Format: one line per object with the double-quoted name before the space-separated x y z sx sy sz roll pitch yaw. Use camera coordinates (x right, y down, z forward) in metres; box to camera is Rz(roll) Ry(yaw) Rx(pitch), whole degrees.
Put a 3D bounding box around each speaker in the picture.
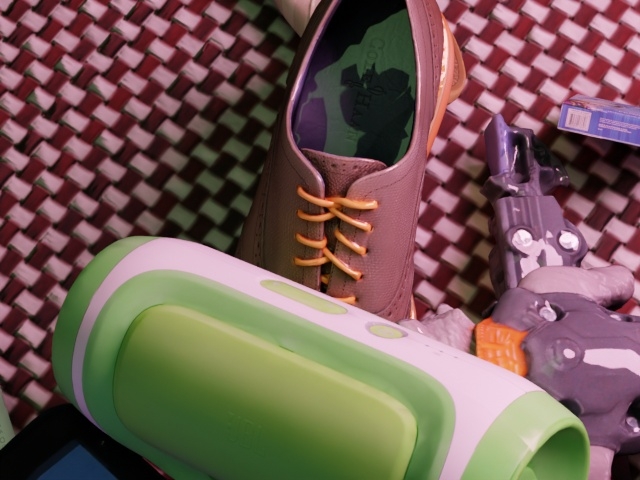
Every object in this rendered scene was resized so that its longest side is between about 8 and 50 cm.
"speaker" -0.005 0.095 1.028 0.296 0.131 0.131 22 69 30

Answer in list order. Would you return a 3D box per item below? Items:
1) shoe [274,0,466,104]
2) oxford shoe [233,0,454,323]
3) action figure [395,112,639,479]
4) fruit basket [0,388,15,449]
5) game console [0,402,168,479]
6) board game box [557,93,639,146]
"shoe" 0.017 -0.164 1.293 0.076 0.058 0.219 -26 66 -40
"oxford shoe" 0.000 0.000 1.149 0.130 0.133 0.364 7 82 8
"action figure" 0.195 0.039 1.117 0.330 0.178 0.341 -10 66 -9
"fruit basket" -0.377 0.077 1.189 0.327 0.165 0.353 -20 81 -3
"game console" -0.192 0.196 0.970 0.293 0.250 0.173 31 100 46
"board game box" 0.205 -0.076 1.211 0.090 0.090 0.020 13 100 11
